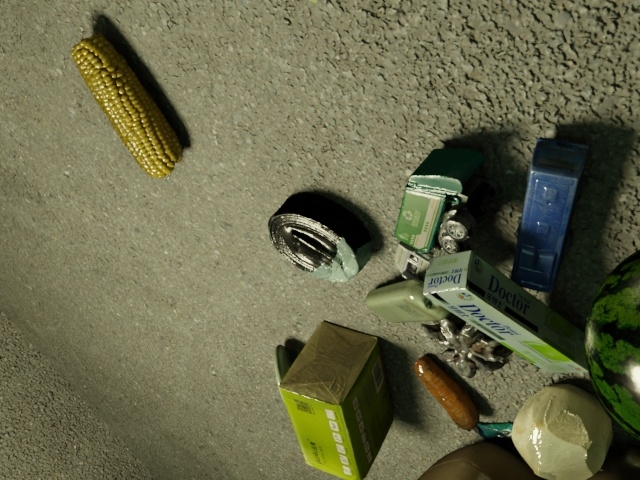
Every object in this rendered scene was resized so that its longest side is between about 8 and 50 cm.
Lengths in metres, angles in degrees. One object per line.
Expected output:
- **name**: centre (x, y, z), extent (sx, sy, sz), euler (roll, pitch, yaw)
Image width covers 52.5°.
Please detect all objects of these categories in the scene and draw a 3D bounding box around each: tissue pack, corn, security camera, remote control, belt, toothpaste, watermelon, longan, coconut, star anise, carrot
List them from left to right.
- **corn**: centre (-0.360, -0.248, 1.247), extent (0.101, 0.101, 0.310), euler (-4, 123, 42)
- **security camera**: centre (-0.039, 0.383, 1.580), extent (0.080, 0.157, 0.301), euler (-16, 115, 9)
- **belt**: centre (0.000, 0.000, 1.211), extent (0.198, 0.078, 0.151), euler (25, 138, 16)
- **tissue pack**: centre (0.043, 0.355, 1.426), extent (0.167, 0.200, 0.275), euler (12, 134, 28)
- **remote control**: centre (0.147, 0.113, 1.138), extent (0.090, 0.038, 0.309), euler (34, 168, -3)
- **carrot**: centre (0.258, 0.308, 1.323), extent (0.186, 0.060, 0.060), euler (51, 141, -6)
- **star anise**: centre (0.264, 0.184, 1.189), extent (0.180, 0.061, 0.204), euler (34, 142, 8)
- **tissue pack**: centre (0.321, 0.595, 1.382), extent (0.267, 0.277, 0.387), euler (40, 146, 14)
- **tissue pack**: centre (0.385, 0.407, 1.340), extent (0.085, 0.028, 0.138), euler (51, 145, -15)
- **toothpaste**: centre (0.294, 0.118, 0.990), extent (0.336, 0.067, 0.081), euler (31, 151, -32)
- **coconut**: centre (0.421, 0.343, 1.135), extent (0.161, 0.162, 0.161), euler (22, 139, 20)
- **longan**: centre (0.533, 0.459, 1.173), extent (0.185, 0.159, 0.204), euler (20, 109, -3)
- **watermelon**: centre (0.469, 0.133, 0.788), extent (0.285, 0.285, 0.285), euler (22, 139, 21)

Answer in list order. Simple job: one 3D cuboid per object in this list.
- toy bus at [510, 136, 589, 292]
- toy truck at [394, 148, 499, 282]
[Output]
- **toy bus**: centre (0.314, -0.028, 0.912), extent (0.079, 0.094, 0.236), euler (19, 138, 25)
- **toy truck**: centre (0.189, -0.029, 1.003), extent (0.124, 0.114, 0.253), euler (31, 144, 17)
